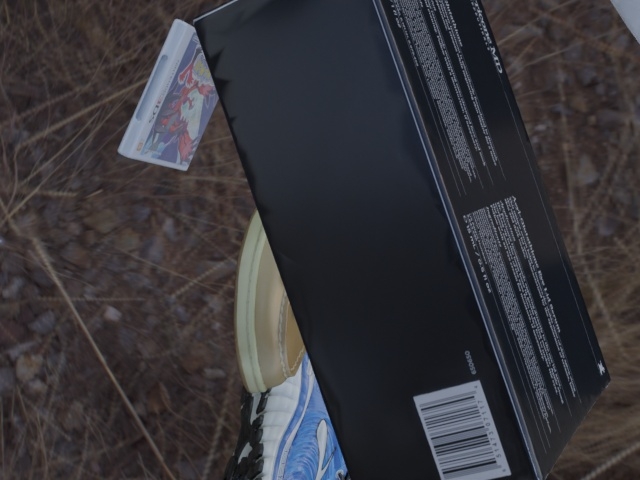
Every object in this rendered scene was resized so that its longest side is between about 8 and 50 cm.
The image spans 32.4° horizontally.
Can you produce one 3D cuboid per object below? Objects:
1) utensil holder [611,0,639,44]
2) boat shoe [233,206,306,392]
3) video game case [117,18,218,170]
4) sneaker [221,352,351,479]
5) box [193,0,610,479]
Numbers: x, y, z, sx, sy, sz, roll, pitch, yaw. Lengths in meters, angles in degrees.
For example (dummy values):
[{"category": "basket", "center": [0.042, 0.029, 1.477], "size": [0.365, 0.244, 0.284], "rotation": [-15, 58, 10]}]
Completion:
[{"category": "utensil holder", "center": [0.553, -0.408, 1.345], "size": [0.385, 0.327, 0.327], "rotation": [-31, 101, 30]}, {"category": "boat shoe", "center": [0.000, 0.000, 0.885], "size": [0.089, 0.104, 0.285], "rotation": [6, 49, 13]}, {"category": "video game case", "center": [-0.184, -0.186, 1.461], "size": [0.023, 0.201, 0.183], "rotation": [26, 95, 13]}, {"category": "sneaker", "center": [-0.018, 0.246, 1.166], "size": [0.147, 0.130, 0.330], "rotation": [24, 57, -17]}, {"category": "box", "center": [0.055, -0.011, 0.593], "size": [0.103, 0.184, 0.261], "rotation": [-19, 90, 28]}]
